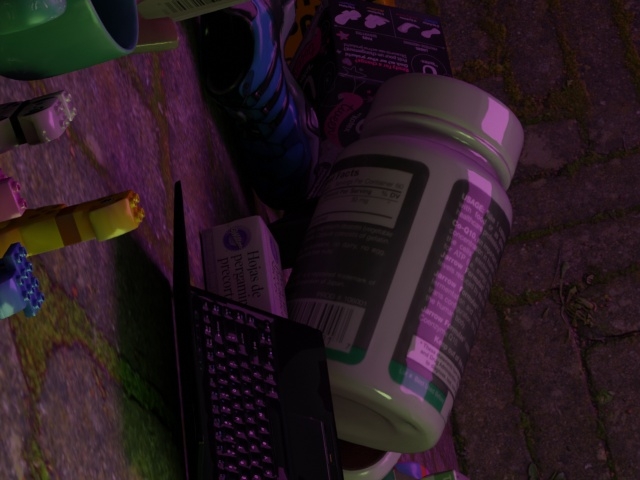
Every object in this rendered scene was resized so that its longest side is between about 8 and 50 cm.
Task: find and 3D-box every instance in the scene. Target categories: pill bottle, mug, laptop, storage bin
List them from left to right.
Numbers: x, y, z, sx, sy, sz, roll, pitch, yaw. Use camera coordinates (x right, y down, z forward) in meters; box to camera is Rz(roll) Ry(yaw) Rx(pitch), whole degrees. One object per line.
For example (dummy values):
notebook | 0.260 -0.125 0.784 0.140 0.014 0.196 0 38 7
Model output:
mug | -0.184 -0.167 0.870 0.158 0.097 0.129 34 42 -76
laptop | -0.043 0.113 1.148 0.264 0.136 0.234 22 46 -37
storage bin | 0.000 0.000 1.691 0.091 0.135 0.098 -23 100 -57
pill bottle | 0.082 0.020 1.479 0.204 0.204 0.361 62 45 -58

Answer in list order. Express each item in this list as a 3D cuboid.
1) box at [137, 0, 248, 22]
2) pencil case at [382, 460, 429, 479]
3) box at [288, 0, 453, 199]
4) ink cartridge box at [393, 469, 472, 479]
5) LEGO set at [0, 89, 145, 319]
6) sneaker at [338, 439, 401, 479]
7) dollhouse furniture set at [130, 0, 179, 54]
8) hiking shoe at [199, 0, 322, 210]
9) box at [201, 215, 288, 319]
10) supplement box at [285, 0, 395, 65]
box | -0.144 -0.376 1.337 0.121 0.148 0.311 28 49 -80
pencil case | 0.119 0.410 1.878 0.104 0.104 0.236 52 24 -70
box | 0.039 -0.159 1.753 0.247 0.163 0.142 121 -31 -46
ink cartridge box | 0.161 0.373 1.775 0.235 0.056 0.171 43 32 -67
LEGO set | -0.158 -0.020 0.805 0.227 0.093 0.087 -83 157 -68
sneaker | 0.070 0.261 1.790 0.290 0.106 0.123 -69 149 -71
dollhouse furniture set | -0.192 -0.303 0.986 0.374 0.152 0.201 105 -32 -62
hiking shoe | -0.085 -0.167 1.612 0.132 0.113 0.304 -36 122 -49
box | -0.058 0.129 1.309 0.067 0.063 0.324 64 14 -55
supplement box | 0.015 -0.314 2.101 0.195 0.194 0.356 36 40 -77
